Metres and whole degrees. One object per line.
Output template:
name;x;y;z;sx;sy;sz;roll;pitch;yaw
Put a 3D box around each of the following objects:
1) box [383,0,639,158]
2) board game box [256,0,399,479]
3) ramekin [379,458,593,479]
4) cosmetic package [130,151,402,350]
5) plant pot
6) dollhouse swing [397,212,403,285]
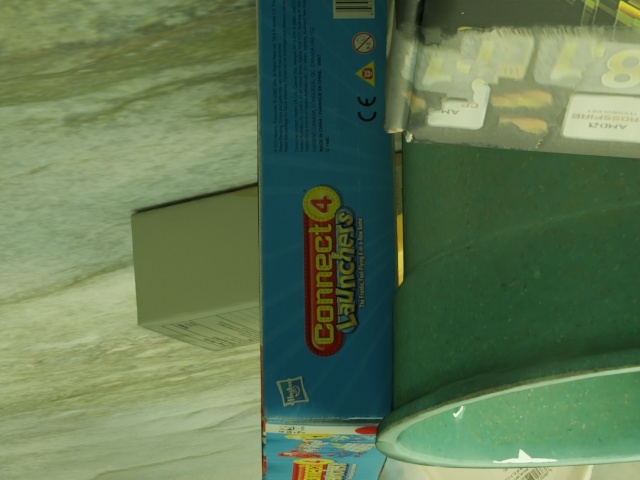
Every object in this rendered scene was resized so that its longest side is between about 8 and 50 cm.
box;0.224;-0.143;0.569;0.395;0.097;0.318;5;148;-1
board game box;0.000;0.000;1.313;0.086;0.308;0.302;-1;164;-2
ramekin;0.115;0.150;1.493;0.207;0.207;0.109;2;162;-25
cosmetic package;0.001;0.012;1.748;0.309;0.113;0.160;-11;164;22
plant pot;0.183;-0.062;1.095;0.341;0.334;0.341;-5;166;-1
dollhouse swing;0.262;0.033;1.512;0.305;0.315;0.347;-51;152;10
